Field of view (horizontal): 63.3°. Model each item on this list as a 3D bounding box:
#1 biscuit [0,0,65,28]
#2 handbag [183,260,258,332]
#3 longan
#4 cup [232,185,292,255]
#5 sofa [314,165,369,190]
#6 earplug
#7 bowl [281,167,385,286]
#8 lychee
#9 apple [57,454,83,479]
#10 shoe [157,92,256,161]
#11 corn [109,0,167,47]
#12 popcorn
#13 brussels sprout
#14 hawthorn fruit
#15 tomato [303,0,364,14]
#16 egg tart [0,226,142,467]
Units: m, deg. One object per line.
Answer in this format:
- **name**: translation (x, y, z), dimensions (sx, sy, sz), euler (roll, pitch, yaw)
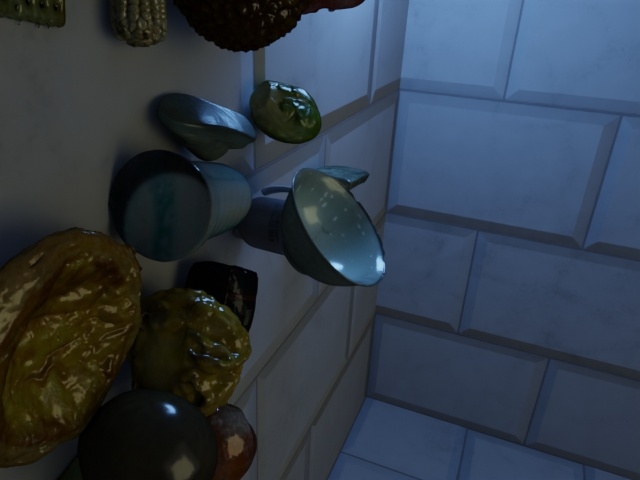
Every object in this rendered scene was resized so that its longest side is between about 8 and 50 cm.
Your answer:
- **biscuit**: translation (-0.384, -0.325, 0.588), dimensions (0.231, 0.016, 0.139), euler (-31, 129, -66)
- **handbag**: translation (-0.221, 0.153, 1.142), dimensions (0.169, 0.155, 0.215), euler (11, 91, -80)
- **longan**: translation (-0.266, 0.325, 0.803), dimensions (0.198, 0.212, 0.198), euler (-45, 164, -17)
- **cup**: translation (-0.130, -0.061, 1.288), dimensions (0.134, 0.142, 0.173), euler (15, 88, -71)
- **sofa**: translation (0.039, -0.122, 1.688), dimensions (0.210, 0.176, 0.225), euler (-33, 132, -65)
- **earplug**: translation (-0.227, -0.080, 0.997), dimensions (0.324, 0.185, 0.184), euler (-36, 136, -74)
- **bowl**: translation (0.000, 0.000, 1.201), dimensions (0.146, 0.313, 0.313), euler (-37, -179, 29)
- **lychee**: translation (-0.143, -0.454, 0.867), dimensions (0.267, 0.268, 0.267), euler (12, 90, -71)
- **apple**: translation (-0.384, 0.454, 0.914), dimensions (0.179, 0.254, 0.346), euler (48, 41, -14)
- **shoe**: translation (-0.227, -0.210, 1.011), dimensions (0.100, 0.103, 0.251), euler (-47, 161, 25)
- **corn**: translation (-0.274, -0.397, 0.767), dimensions (0.087, 0.087, 0.210), euler (-39, 134, -62)
- **popcorn**: translation (-0.245, 0.209, 0.966), dimensions (0.190, 0.250, 0.250), euler (-68, 167, -82)
- **brussels sprout**: translation (-0.086, -0.304, 1.249), dimensions (0.181, 0.144, 0.161), euler (32, 34, -32)
- **hawthorn fruit**: translation (-0.269, 0.437, 1.125), dimensions (0.231, 0.263, 0.235), euler (65, 4, 7)
- **tomato**: translation (-0.012, -0.603, 1.099), dimensions (0.270, 0.270, 0.227), euler (-52, 143, -52)
- **egg tart**: translation (-0.380, 0.135, 0.715), dimensions (0.341, 0.129, 0.341), euler (12, 90, -73)
